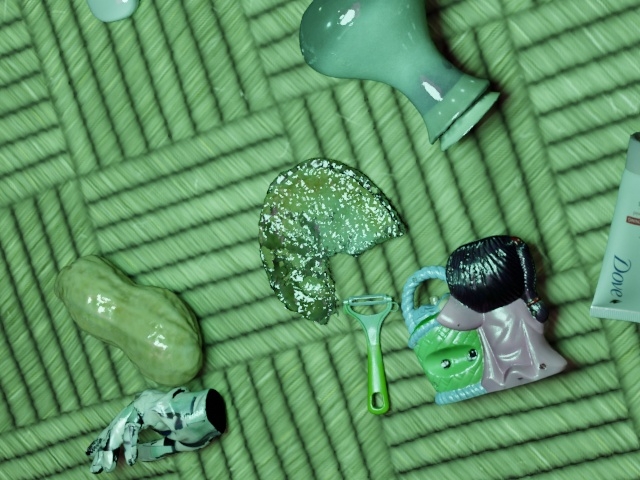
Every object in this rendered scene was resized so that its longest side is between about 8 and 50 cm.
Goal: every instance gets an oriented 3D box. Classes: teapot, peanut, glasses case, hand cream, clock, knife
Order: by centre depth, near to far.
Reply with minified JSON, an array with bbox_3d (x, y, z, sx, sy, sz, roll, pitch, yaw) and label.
[{"bbox_3d":[0.408,-0.009,1.458,0.133,0.083,0.248,6,109,20],"label":"hand cream"},{"bbox_3d":[0.102,-0.234,1.482,0.251,0.183,0.183,44,109,-5],"label":"teapot"},{"bbox_3d":[0.202,0.101,1.527,0.194,0.100,0.195,-17,91,22],"label":"clock"},{"bbox_3d":[0.076,0.156,1.617,0.078,0.022,0.166,-4,96,16],"label":"knife"},{"bbox_3d":[-0.305,-0.404,1.646,0.076,0.049,0.197,-11,95,19],"label":"glasses case"},{"bbox_3d":[-0.268,0.106,1.682,0.256,0.123,0.123,36,108,15],"label":"peanut"}]

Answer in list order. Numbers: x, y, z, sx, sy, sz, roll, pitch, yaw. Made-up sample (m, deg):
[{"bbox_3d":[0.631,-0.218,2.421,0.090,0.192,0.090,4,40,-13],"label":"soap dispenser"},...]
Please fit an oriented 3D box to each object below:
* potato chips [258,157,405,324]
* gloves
[{"bbox_3d":[0.001,-0.001,1.620,0.202,0.029,0.220,28,103,13],"label":"potato chips"},{"bbox_3d":[-0.246,0.269,1.698,0.212,0.127,0.111,-10,86,16],"label":"gloves"}]
